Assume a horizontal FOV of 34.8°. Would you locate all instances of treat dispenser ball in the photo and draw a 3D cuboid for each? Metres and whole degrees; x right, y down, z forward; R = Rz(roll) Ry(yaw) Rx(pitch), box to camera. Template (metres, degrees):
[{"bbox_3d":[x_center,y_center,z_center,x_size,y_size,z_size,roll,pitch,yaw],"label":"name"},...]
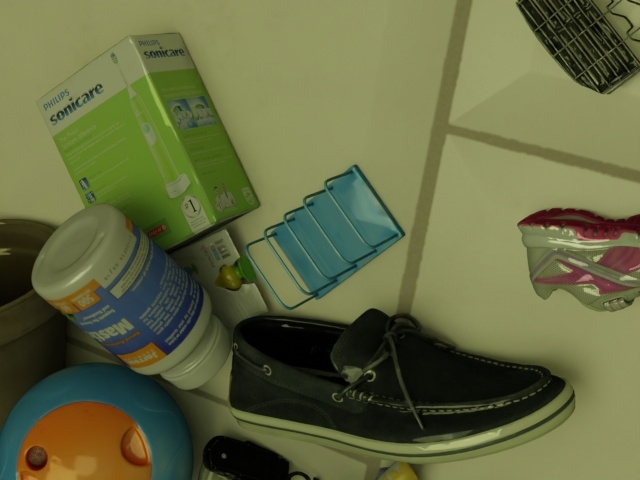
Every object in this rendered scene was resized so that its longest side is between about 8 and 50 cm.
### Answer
[{"bbox_3d":[-0.332,0.325,1.511,0.288,0.288,0.288,7,105,27],"label":"treat dispenser ball"}]

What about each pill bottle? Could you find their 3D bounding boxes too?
[{"bbox_3d":[-0.245,0.087,1.393,0.152,0.152,0.272,-19,130,30],"label":"pill bottle"}]

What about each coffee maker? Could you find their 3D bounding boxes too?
[{"bbox_3d":[-0.119,0.409,1.534,0.171,0.120,0.178,26,114,20],"label":"coffee maker"}]

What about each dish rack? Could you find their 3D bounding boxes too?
[{"bbox_3d":[0.358,-0.304,1.137,0.271,0.074,0.208,-39,82,31],"label":"dish rack"}]

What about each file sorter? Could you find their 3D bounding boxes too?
[{"bbox_3d":[0.000,0.000,1.380,0.170,0.104,0.118,-38,83,30],"label":"file sorter"}]

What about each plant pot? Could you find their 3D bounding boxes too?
[{"bbox_3d":[-0.533,0.162,1.612,0.323,0.323,0.280,10,122,26],"label":"plant pot"}]

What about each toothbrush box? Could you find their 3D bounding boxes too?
[{"bbox_3d":[-0.249,-0.125,1.472,0.206,0.122,0.283,-27,90,31],"label":"toothbrush box"}]

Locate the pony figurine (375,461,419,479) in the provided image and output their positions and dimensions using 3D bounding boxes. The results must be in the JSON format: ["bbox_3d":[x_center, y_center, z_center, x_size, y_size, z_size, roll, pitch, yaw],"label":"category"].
[{"bbox_3d":[0.011,0.459,1.353,0.351,0.363,0.303,43,164,46],"label":"pony figurine"}]

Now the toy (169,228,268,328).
[{"bbox_3d":[-0.200,0.083,1.531,0.237,0.056,0.137,-24,98,24],"label":"toy"}]

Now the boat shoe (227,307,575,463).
[{"bbox_3d":[0.081,0.178,1.338,0.500,0.187,0.156,1,108,33],"label":"boat shoe"}]

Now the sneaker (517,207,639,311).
[{"bbox_3d":[0.358,0.029,1.207,0.252,0.103,0.111,7,109,33],"label":"sneaker"}]
